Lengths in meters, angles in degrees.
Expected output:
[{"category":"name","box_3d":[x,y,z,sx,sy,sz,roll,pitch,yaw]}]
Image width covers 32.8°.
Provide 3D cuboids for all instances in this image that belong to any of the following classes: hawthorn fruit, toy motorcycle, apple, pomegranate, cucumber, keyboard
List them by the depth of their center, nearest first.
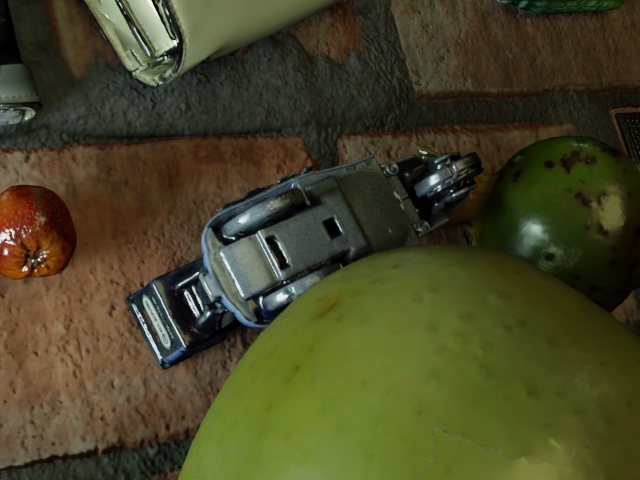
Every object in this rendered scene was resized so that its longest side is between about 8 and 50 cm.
[{"category":"apple","box_3d":[0.095,0.245,0.885,0.473,0.473,0.474,13,64,-28]},{"category":"hawthorn fruit","box_3d":[-0.265,-0.010,0.987,0.093,0.093,0.093,13,64,-28]},{"category":"toy motorcycle","box_3d":[0.000,0.000,1.076,0.358,0.212,0.125,-23,84,-33]},{"category":"pomegranate","box_3d":[0.246,-0.029,1.222,0.286,0.231,0.231,32,56,-17]},{"category":"cucumber","box_3d":[0.338,-0.346,1.524,0.250,0.056,0.056,-9,75,-37]},{"category":"keyboard","box_3d":[0.469,-0.088,1.524,0.067,0.011,0.202,-6,73,-33]}]

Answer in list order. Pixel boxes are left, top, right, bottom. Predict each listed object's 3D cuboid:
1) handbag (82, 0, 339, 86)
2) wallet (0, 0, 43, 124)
[{"category":"handbag","box_3d":[-0.092,-0.335,1.186,0.358,0.160,0.237,-33,97,-37]},{"category":"wallet","box_3d":[-0.361,-0.217,1.021,0.170,0.069,0.231,-8,76,-39]}]
